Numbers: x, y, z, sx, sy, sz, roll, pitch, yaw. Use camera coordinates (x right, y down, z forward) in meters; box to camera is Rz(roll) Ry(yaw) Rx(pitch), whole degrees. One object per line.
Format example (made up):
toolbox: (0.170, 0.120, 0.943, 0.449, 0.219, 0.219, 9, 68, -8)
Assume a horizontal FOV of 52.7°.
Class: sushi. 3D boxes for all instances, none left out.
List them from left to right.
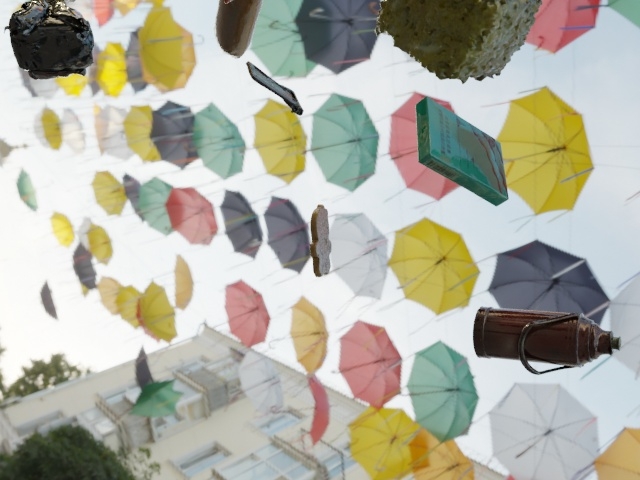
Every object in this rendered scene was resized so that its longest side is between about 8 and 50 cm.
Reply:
sushi: (0.345, -0.587, 1.645, 0.351, 0.396, 0.240, 40, -49, 23)

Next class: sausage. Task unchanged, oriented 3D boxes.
sausage: (-0.228, -0.586, 1.741, 0.112, 0.112, 0.328, 63, -24, 13)

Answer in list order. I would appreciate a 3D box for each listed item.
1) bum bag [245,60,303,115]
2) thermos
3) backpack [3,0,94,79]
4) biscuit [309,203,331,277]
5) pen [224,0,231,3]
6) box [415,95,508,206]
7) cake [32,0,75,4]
bum bag: (-0.112, -0.363, 1.543, 0.026, 0.159, 0.109, -47, -145, 20)
thermos: (0.388, 0.163, 1.104, 0.231, 0.124, 0.099, -1, -70, 31)
backpack: (-0.407, -0.307, 0.983, 0.165, 0.119, 0.106, -126, -146, -56)
biscuit: (-0.003, 0.004, 1.664, 0.027, 0.133, 0.184, -2, -75, 21)
pen: (-0.077, -0.413, 0.964, 0.218, 0.026, 0.026, -23, -95, 41)
box: (0.293, -0.182, 1.336, 0.042, 0.226, 0.161, -35, -139, 44)
cake: (-0.557, -0.563, 1.309, 0.135, 0.134, 0.147, 30, -44, 8)
